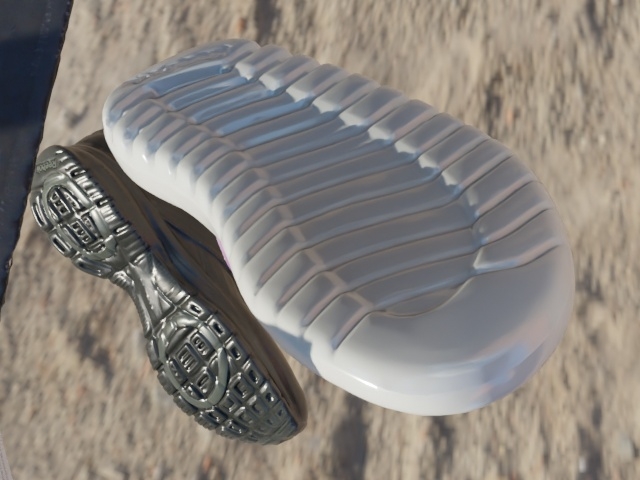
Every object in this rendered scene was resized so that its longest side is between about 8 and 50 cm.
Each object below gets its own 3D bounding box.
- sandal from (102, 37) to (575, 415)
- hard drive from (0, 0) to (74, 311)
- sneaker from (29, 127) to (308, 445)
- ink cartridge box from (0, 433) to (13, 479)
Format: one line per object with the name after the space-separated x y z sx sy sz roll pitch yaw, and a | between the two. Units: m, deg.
0.014 -0.007 1.102 0.169 0.416 0.102 -27 125 -13 | sandal
-0.135 -0.115 0.793 0.064 0.237 0.339 10 120 -12 | hard drive
-0.091 0.024 1.499 0.109 0.130 0.286 -33 93 45 | sneaker
-0.198 0.158 0.976 0.052 0.122 0.089 -4 110 22 | ink cartridge box
